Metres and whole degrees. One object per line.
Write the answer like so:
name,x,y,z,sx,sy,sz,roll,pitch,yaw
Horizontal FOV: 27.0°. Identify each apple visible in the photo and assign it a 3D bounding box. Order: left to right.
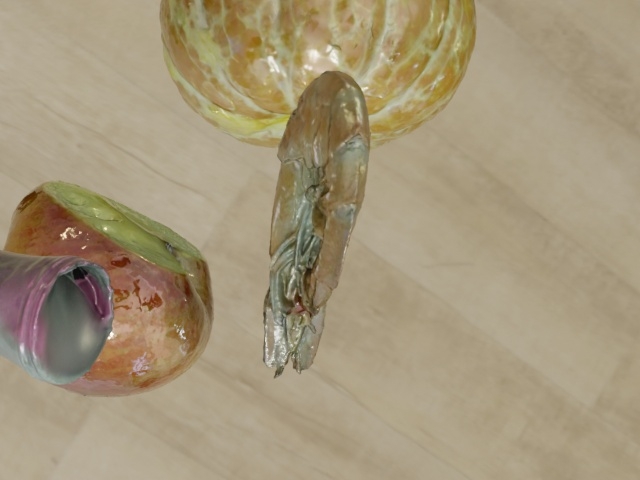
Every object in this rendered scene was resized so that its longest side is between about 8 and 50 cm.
apple,-0.170,0.044,1.062,0.173,0.195,0.160,11,101,0

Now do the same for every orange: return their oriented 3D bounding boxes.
orange,-0.002,-0.225,1.378,0.329,0.329,0.249,3,74,-20

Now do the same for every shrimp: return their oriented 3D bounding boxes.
shrimp,0.000,0.000,0.683,0.041,0.099,0.180,0,125,-20

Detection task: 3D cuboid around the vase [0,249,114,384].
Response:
vase,-0.200,0.014,0.627,0.086,0.214,0.086,-40,137,-52
